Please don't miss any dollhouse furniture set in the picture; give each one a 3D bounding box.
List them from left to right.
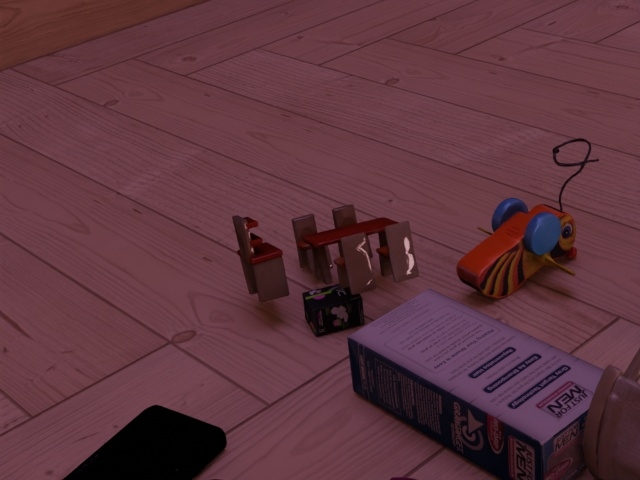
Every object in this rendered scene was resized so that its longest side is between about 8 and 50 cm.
[{"bbox_3d":[0.000,0.000,1.729,0.259,0.135,0.262,-14,12,-16],"label":"dollhouse furniture set"}]

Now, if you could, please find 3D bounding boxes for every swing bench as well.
[{"bbox_3d":[0.480,0.209,1.250,0.254,0.165,0.253,-43,43,-23],"label":"swing bench"}]

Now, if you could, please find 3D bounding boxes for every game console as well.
[{"bbox_3d":[-0.147,0.324,1.353,0.361,0.044,0.213,13,35,31],"label":"game console"}]

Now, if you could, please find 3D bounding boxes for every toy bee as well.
[{"bbox_3d":[0.366,0.002,1.750,0.298,0.162,0.195,-32,39,4],"label":"toy bee"}]

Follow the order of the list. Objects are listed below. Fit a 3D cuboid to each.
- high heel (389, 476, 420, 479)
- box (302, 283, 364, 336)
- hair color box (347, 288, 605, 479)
[{"bbox_3d":[0.198,0.311,1.270,0.244,0.082,0.117,-16,38,9],"label":"high heel"},{"bbox_3d":[0.020,0.108,1.696,0.083,0.052,0.062,-13,28,-14],"label":"box"},{"bbox_3d":[0.216,0.198,1.440,0.174,0.105,0.347,-27,35,-32],"label":"hair color box"}]
